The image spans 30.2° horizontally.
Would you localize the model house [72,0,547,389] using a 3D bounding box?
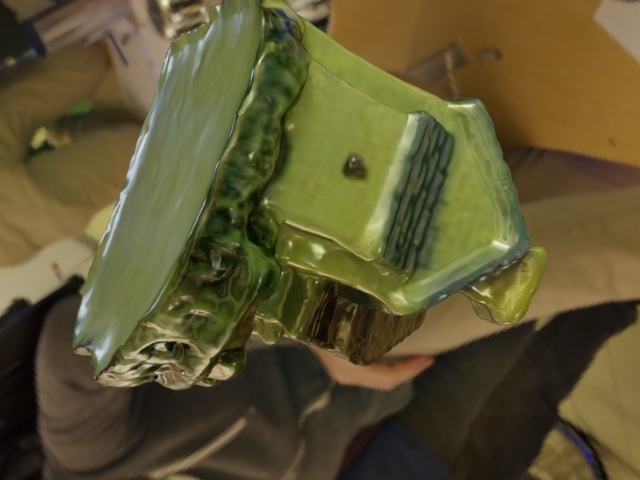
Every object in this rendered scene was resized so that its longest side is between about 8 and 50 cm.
[{"bbox_3d":[0.000,0.000,0.600,0.189,0.195,0.214,18,173,-20],"label":"model house"}]
